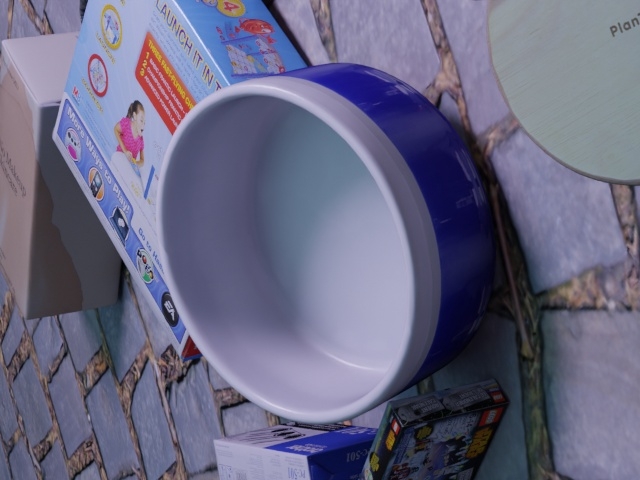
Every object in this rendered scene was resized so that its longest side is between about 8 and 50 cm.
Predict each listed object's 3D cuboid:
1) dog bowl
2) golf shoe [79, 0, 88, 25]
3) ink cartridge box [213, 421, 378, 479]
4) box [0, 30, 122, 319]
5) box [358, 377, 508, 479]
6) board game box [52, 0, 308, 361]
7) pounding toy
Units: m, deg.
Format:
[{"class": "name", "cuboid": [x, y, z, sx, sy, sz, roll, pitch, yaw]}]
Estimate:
[{"class": "dog bowl", "cuboid": [0.000, 0.000, 1.273, 0.265, 0.104, 0.265, 16, 115, 38]}, {"class": "golf shoe", "cuboid": [-0.189, -0.316, 1.675, 0.120, 0.105, 0.273, -121, 35, -66]}, {"class": "ink cartridge box", "cuboid": [-0.010, 0.194, 1.471, 0.207, 0.097, 0.046, -5, 94, 65]}, {"class": "box", "cuboid": [-0.300, -0.075, 1.934, 0.148, 0.121, 0.311, 54, 144, 43]}, {"class": "box", "cuboid": [0.081, 0.166, 1.278, 0.027, 0.094, 0.137, 59, 148, 36]}, {"class": "board game box", "cuboid": [-0.126, -0.102, 1.557, 0.308, 0.086, 0.302, 57, 143, 28]}, {"class": "pounding toy", "cuboid": [0.219, -0.119, 0.916, 0.237, 0.110, 0.183, 10, 98, 32]}]
